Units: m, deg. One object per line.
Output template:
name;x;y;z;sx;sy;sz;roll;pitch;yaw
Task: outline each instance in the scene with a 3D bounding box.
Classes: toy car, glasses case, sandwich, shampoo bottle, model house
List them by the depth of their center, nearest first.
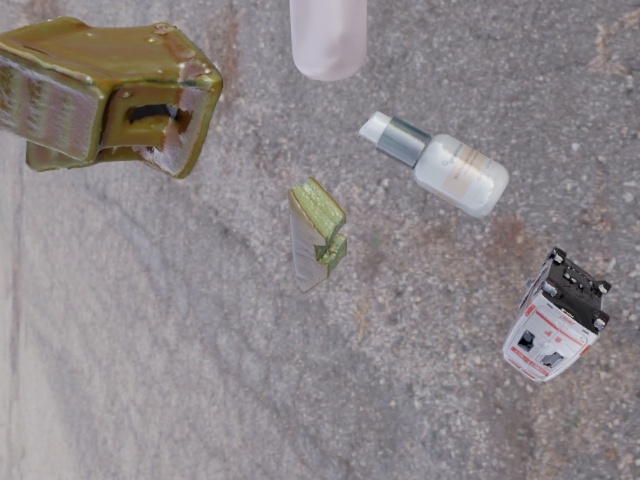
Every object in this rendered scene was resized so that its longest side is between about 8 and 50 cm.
model house;-0.268;-0.145;0.839;0.173;0.239;0.268;66;147;26
toy car;0.290;0.089;0.897;0.089;0.210;0.108;35;115;10
shampoo bottle;0.140;-0.103;0.907;0.074;0.192;0.074;-57;-6;-9
glasses case;0.011;-0.376;1.031;0.075;0.113;0.296;-87;-4;-62
sandwich;0.000;0.000;1.397;0.088;0.090;0.244;18;132;31
